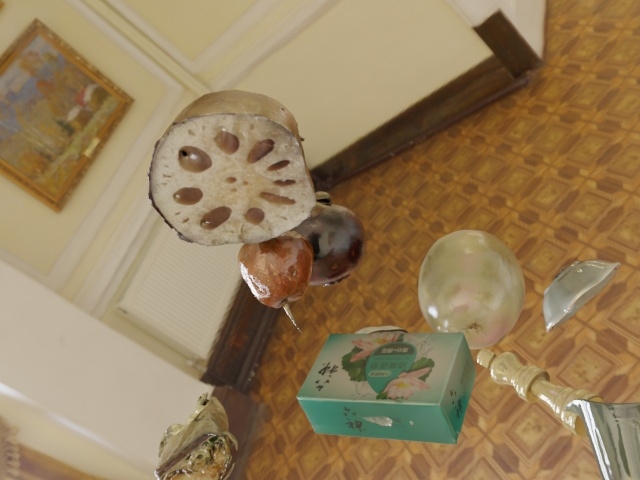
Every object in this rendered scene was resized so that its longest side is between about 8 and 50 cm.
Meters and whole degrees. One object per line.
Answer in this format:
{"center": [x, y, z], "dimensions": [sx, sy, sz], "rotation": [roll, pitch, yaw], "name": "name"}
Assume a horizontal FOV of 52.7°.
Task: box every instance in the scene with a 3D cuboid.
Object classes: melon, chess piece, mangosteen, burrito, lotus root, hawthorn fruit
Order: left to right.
{"center": [-0.235, 0.391, 1.202], "dimensions": [0.175, 0.107, 0.348], "rotation": [-57, 12, -10], "name": "burrito"}
{"center": [-0.129, -0.127, 1.014], "dimensions": [0.272, 0.272, 0.192], "rotation": [-36, 28, 29], "name": "lotus root"}
{"center": [-0.085, 0.060, 1.185], "dimensions": [0.149, 0.149, 0.189], "rotation": [-19, 54, 48], "name": "hawthorn fruit"}
{"center": [0.000, 0.000, 1.397], "dimensions": [0.210, 0.210, 0.210], "rotation": [-38, 28, 25], "name": "mangosteen"}
{"center": [0.320, 0.100, 1.379], "dimensions": [0.223, 0.223, 0.317], "rotation": [-40, 14, 22], "name": "melon"}
{"center": [0.591, 0.396, 1.800], "dimensions": [0.117, 0.117, 0.397], "rotation": [-53, 33, -5], "name": "chess piece"}

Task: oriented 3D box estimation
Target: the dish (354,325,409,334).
{"center": [0.111, 0.246, 1.437], "dimensions": [0.190, 0.191, 0.066], "rotation": [-46, 41, 11], "name": "dish"}

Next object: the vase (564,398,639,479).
{"center": [0.615, 0.445, 1.225], "dimensions": [0.251, 0.156, 0.300], "rotation": [-21, 63, 36], "name": "vase"}

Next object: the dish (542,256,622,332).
{"center": [0.556, 0.104, 1.424], "dimensions": [0.229, 0.229, 0.081], "rotation": [-47, 67, 9], "name": "dish"}

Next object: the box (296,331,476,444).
{"center": [0.105, 0.227, 1.017], "dimensions": [0.245, 0.092, 0.153], "rotation": [-5, 33, 30], "name": "box"}
